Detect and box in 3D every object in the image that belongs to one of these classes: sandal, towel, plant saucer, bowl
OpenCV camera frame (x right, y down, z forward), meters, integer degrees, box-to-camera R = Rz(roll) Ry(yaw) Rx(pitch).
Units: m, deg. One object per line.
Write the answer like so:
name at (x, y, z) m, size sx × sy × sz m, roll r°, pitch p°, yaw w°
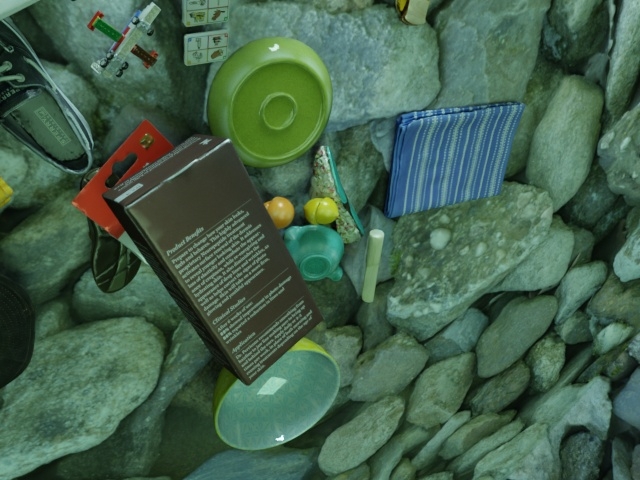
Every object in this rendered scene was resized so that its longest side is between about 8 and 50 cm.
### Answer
sandal at (-0.366, -0.018, 0.959) m, size 0.090 × 0.060 × 0.219 m, roll -22°, pitch 116°, yaw -33°
towel at (0.297, -0.177, 1.246) m, size 0.335 × 0.040 × 0.243 m, roll -12°, pitch 127°, yaw -23°
plant saucer at (-0.078, -0.231, 0.992) m, size 0.240 × 0.037 × 0.241 m, roll -16°, pitch 128°, yaw -21°
bowl at (-0.118, 0.306, 1.254) m, size 0.289 × 0.156 × 0.290 m, roll -16°, pitch 128°, yaw -21°

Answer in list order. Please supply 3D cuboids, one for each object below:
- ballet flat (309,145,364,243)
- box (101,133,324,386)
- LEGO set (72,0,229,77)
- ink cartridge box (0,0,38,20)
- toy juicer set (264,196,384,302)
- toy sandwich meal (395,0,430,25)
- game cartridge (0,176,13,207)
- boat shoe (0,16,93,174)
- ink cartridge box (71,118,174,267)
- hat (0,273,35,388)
ballet flat at (0.021, -0.078, 1.128) m, size 0.077 × 0.091 × 0.241 m, roll -18°, pitch 128°, yaw 10°
box at (-0.167, 0.036, 0.940) m, size 0.191 × 0.143 × 0.381 m, roll -39°, pitch 123°, yaw -23°
LEGO set at (-0.246, -0.334, 0.809) m, size 0.244 × 0.060 × 0.182 m, roll -23°, pitch 143°, yaw -32°
ink cartridge box at (-0.376, -0.351, 0.585) m, size 0.270 × 0.198 × 0.197 m, roll -41°, pitch 133°, yaw -23°
toy juicer set at (0.000, 0.000, 1.127) m, size 0.329 × 0.089 × 0.209 m, roll 15°, pitch 123°, yaw -21°
toy sandwich meal at (0.170, -0.429, 1.006) m, size 0.085 × 0.029 × 0.086 m, roll -15°, pitch 127°, yaw -21°
game cartridge at (-0.506, -0.179, 0.626) m, size 0.053 × 0.285 × 0.324 m, roll -50°, pitch 138°, yaw -29°
boat shoe at (-0.422, -0.208, 0.762) m, size 0.108 × 0.102 × 0.301 m, roll -34°, pitch 131°, yaw -6°
ink cartridge box at (-0.264, -0.056, 0.956) m, size 0.189 × 0.066 × 0.232 m, roll -54°, pitch 137°, yaw -14°
hat at (-0.630, 0.152, 0.868) m, size 0.331 × 0.134 × 0.331 m, roll -32°, pitch 140°, yaw -32°
